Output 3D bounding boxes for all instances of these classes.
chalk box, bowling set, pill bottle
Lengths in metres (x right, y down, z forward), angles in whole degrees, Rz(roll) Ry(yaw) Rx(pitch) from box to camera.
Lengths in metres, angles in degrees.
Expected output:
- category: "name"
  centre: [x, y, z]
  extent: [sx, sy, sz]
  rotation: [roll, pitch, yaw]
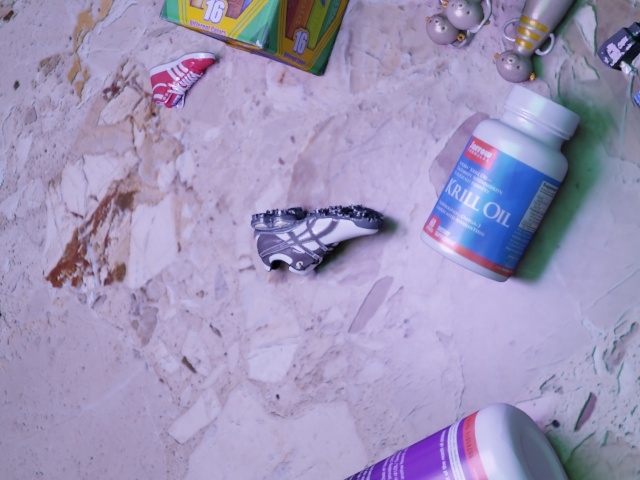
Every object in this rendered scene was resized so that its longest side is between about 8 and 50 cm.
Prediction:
- category: "chalk box"
  centre: [-0.059, -0.395, 1.590]
  extent: [0.179, 0.180, 0.289]
  rotation: [22, 97, 28]
- category: "bowling set"
  centre: [0.153, -0.327, 1.468]
  extent: [0.287, 0.200, 0.154]
  rotation: [34, 102, 31]
- category: "pill bottle"
  centre: [0.128, 0.336, 1.413]
  extent: [0.323, 0.181, 0.181]
  rotation: [-31, 71, 22]
- category: "pill bottle"
  centre: [0.222, -0.072, 1.439]
  extent: [0.124, 0.124, 0.221]
  rotation: [30, 99, 27]

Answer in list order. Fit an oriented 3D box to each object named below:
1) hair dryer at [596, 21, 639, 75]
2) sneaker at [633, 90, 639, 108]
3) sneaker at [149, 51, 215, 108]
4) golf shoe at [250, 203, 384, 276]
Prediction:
- category: "hair dryer"
  centre: [0.477, -0.250, 1.312]
  extent: [0.223, 0.080, 0.293]
  rotation: [40, 110, 10]
- category: "sneaker"
  centre: [0.428, -0.142, 1.379]
  extent: [0.058, 0.052, 0.135]
  rotation: [-46, 67, 12]
- category: "sneaker"
  centre: [-0.199, -0.231, 1.724]
  extent: [0.118, 0.042, 0.067]
  rotation: [-15, 74, 34]
- category: "golf shoe"
  centre: [0.000, 0.000, 1.586]
  extent: [0.198, 0.077, 0.094]
  rotation: [-3, 94, 34]
